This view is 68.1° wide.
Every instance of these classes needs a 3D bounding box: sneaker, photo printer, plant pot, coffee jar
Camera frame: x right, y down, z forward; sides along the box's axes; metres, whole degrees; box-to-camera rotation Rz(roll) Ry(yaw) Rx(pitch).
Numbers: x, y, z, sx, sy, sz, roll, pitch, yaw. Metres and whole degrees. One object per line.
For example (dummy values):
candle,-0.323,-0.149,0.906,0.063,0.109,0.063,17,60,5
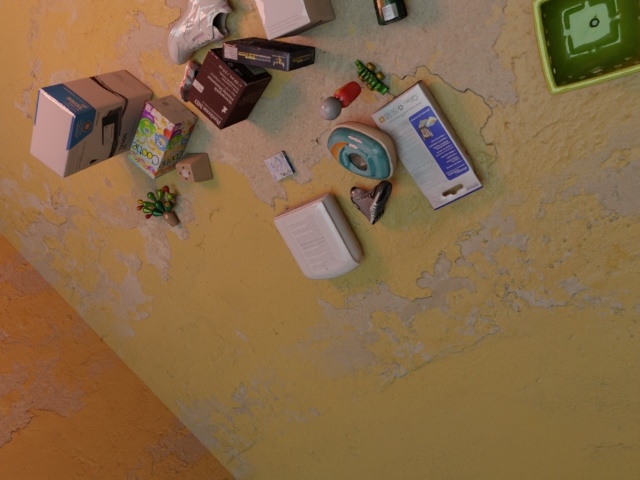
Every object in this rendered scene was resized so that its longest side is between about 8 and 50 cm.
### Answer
sneaker,-0.407,-0.695,1.588,0.152,0.114,0.305,46,127,0
photo printer,0.000,0.000,1.760,0.256,0.107,0.307,-21,106,34
sneaker,0.155,-0.149,1.582,0.132,0.086,0.228,40,156,16
plant pot,0.636,-0.496,1.106,0.228,0.207,0.227,-9,111,31
coffee jar,0.177,-0.696,1.302,0.079,0.096,0.184,-8,111,27
sneaker,-0.467,-0.569,1.724,0.065,0.061,0.158,28,126,4
plant pot,-0.508,-0.281,1.875,0.109,0.096,0.109,5,118,26

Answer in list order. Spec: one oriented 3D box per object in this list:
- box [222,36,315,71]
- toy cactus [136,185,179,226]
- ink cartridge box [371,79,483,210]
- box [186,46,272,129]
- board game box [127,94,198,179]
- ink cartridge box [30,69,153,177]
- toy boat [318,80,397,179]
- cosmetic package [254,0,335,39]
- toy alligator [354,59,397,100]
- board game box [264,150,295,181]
box,-0.158,-0.584,1.478,0.233,0.183,0.059,17,123,17
toy cactus,-0.688,-0.134,2.055,0.219,0.112,0.180,-26,112,26
ink cartridge box,0.332,-0.284,1.457,0.176,0.069,0.371,-28,103,35
box,-0.308,-0.518,1.600,0.168,0.167,0.203,43,127,0
board game box,-0.613,-0.398,1.836,0.142,0.144,0.275,40,127,2
ink cartridge box,-0.846,-0.447,1.776,0.166,0.395,0.285,37,127,2
toy boat,0.093,-0.319,1.456,0.267,0.148,0.318,26,151,42
cosmetic package,-0.076,-0.690,1.379,0.151,0.183,0.151,-9,111,31
toy alligator,0.169,-0.480,1.449,0.189,0.051,0.056,45,127,-1
board game box,-0.151,-0.273,1.744,0.090,0.020,0.090,-19,106,33
